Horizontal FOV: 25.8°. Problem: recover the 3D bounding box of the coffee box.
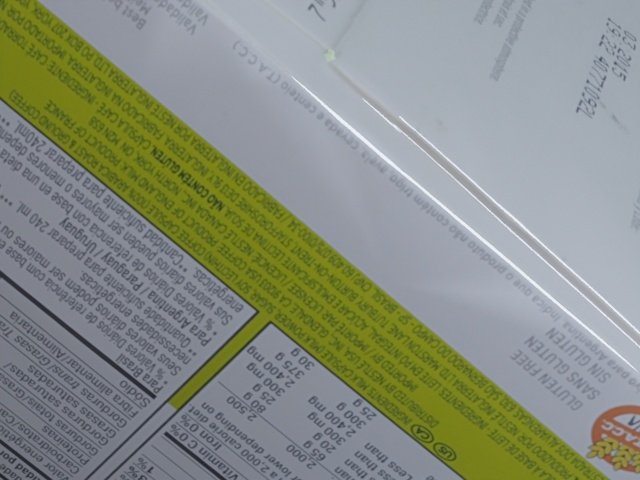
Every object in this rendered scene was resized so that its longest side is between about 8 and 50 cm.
[{"bbox_3d":[-0.023,-0.032,0.692,0.334,0.338,0.337,-45,9,38],"label":"coffee box"}]
